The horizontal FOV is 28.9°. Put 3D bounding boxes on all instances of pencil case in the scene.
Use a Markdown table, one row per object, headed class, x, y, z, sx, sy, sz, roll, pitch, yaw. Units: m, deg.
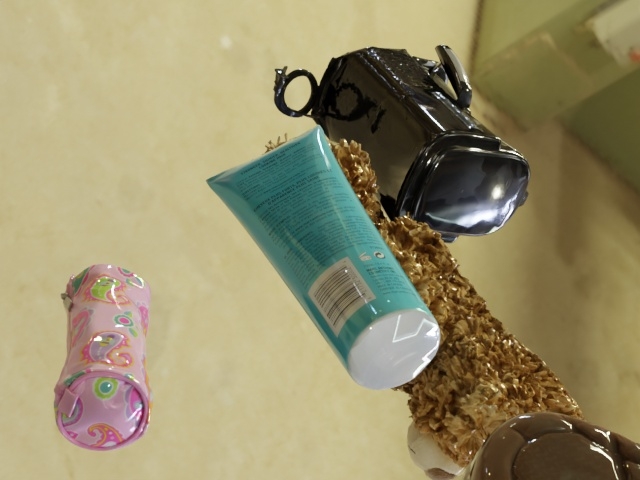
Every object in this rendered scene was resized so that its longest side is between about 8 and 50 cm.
| class | x | y | z | sx | sy | sz | roll | pitch | yaw |
| --- | --- | --- | --- | --- | --- | --- | --- | --- | --- |
| pencil case | -0.270 | 0.137 | 1.545 | 0.124 | 0.124 | 0.284 | 38 | 17 | -25 |

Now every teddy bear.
| class | x | y | z | sx | sy | sz | roll | pitch | yaw |
| --- | --- | --- | --- | --- | --- | --- | --- | --- | --- |
| teddy bear | 0.057 | 0.058 | 0.950 | 0.338 | 0.113 | 0.245 | 54 | -8 | 11 |

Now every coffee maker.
| class | x | y | z | sx | sy | sz | roll | pitch | yaw |
| --- | --- | --- | --- | --- | --- | --- | --- | --- | --- |
| coffee maker | 0.069 | -0.081 | 1.075 | 0.171 | 0.120 | 0.178 | -14 | 37 | -16 |

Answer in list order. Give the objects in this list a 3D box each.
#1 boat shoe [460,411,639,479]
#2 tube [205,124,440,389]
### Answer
| class | x | y | z | sx | sy | sz | roll | pitch | yaw |
| --- | --- | --- | --- | --- | --- | --- | --- | --- | --- |
| boat shoe | 0.160 | 0.155 | 0.442 | 0.257 | 0.095 | 0.095 | 31 | 43 | 10 |
| tube | 0.000 | 0.000 | 0.710 | 0.207 | 0.080 | 0.052 | -123 | -167 | -48 |
